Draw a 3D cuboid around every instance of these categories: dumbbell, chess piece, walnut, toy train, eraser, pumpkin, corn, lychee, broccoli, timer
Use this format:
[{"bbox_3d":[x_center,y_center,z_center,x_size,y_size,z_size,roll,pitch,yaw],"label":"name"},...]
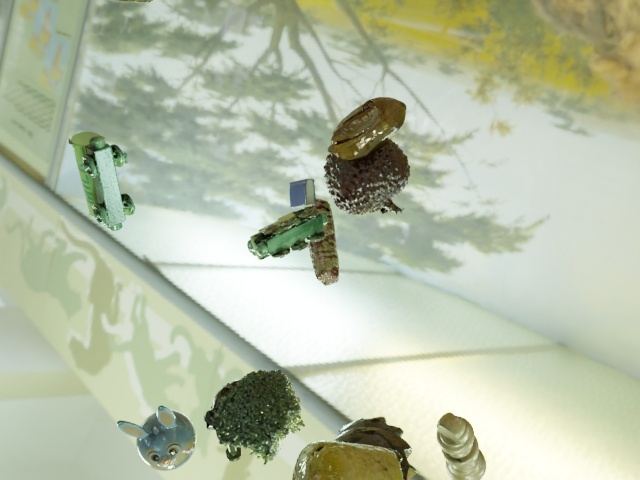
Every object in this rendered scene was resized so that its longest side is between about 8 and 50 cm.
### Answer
[{"bbox_3d":[-0.250,0.569,2.169,0.046,0.117,0.052,-10,-138,-4],"label":"dumbbell"},{"bbox_3d":[0.368,0.549,2.060,0.117,0.117,0.397,23,159,28],"label":"chess piece"},{"bbox_3d":[0.126,-0.302,2.105,0.137,0.245,0.137,50,-164,-19],"label":"walnut"},{"bbox_3d":[-0.077,-0.014,1.727,0.194,0.080,0.125,-26,-167,-33],"label":"toy train"},{"bbox_3d":[-0.043,-0.110,1.820,0.027,0.063,0.085,0,177,-29],"label":"eraser"},{"bbox_3d":[0.102,0.429,1.522,0.149,0.130,0.254,45,-164,-46],"label":"pumpkin"},{"bbox_3d":[-0.540,-0.151,1.889,0.105,0.253,0.157,-29,-138,-33],"label":"toy train"},{"bbox_3d":[0.000,0.000,2.184,0.092,0.092,0.280,11,-129,-25],"label":"corn"},{"bbox_3d":[0.139,-0.188,2.286,0.300,0.264,0.264,54,-155,17],"label":"lychee"},{"bbox_3d":[-0.160,0.456,1.964,0.247,0.243,0.262,-7,-139,8],"label":"broccoli"},{"bbox_3d":[-0.409,0.517,2.003,0.175,0.175,0.255,18,169,6],"label":"timer"}]

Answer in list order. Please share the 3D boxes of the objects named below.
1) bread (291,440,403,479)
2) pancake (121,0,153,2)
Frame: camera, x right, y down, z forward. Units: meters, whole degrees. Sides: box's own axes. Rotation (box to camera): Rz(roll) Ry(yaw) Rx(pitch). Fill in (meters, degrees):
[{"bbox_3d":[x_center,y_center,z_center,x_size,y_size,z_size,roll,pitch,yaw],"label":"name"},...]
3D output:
[{"bbox_3d":[0.042,0.422,1.273,0.171,0.197,0.197,6,-166,-21],"label":"bread"},{"bbox_3d":[-0.355,-0.592,1.615,0.042,0.236,0.222,48,165,22],"label":"pancake"}]
